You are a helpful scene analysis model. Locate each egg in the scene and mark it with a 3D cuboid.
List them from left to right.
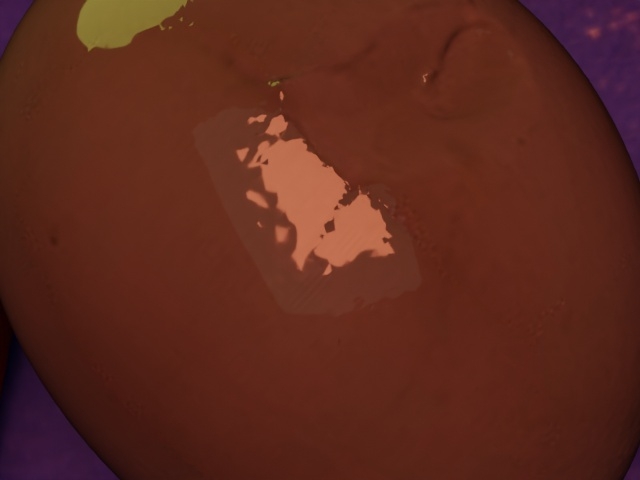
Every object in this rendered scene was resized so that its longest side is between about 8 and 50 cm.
[{"bbox_3d":[0.000,0.000,0.559,0.219,0.219,0.269,-42,87,-7],"label":"egg"}]

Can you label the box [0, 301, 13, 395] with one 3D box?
[{"bbox_3d":[-0.191,0.021,0.621,0.133,0.099,0.182,7,87,7],"label":"box"}]
